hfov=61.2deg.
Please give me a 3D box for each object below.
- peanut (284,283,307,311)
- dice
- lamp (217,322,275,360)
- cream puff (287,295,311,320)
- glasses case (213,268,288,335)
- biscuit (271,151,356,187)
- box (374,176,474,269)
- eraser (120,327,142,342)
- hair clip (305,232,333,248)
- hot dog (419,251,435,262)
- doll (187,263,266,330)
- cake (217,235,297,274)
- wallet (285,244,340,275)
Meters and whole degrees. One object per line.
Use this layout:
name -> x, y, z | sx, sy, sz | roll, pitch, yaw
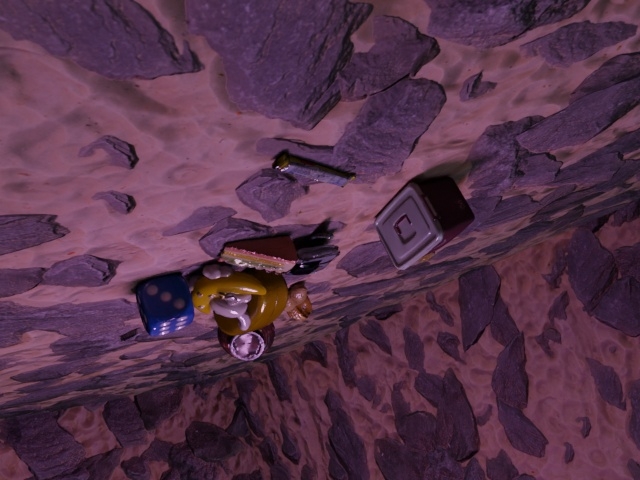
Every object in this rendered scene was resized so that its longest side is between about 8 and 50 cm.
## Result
peanut -> -0.114, 0.235, 2.235 | 0.089, 0.089, 0.193 | -5, 154, -40
dice -> -0.459, 0.190, 1.605 | 0.146, 0.146, 0.143 | -16, 161, -25
lamp -> -0.307, 0.381, 2.248 | 0.247, 0.247, 0.247 | -18, 163, -6
cream puff -> -0.103, 0.290, 2.370 | 0.133, 0.119, 0.104 | 29, 154, -33
glasses case -> -0.236, 0.221, 1.890 | 0.141, 0.173, 0.371 | -11, 161, -39
biscuit -> -0.005, -0.154, 1.234 | 0.048, 0.026, 0.292 | -33, 159, 27
box -> 0.311, -0.057, 1.633 | 0.167, 0.193, 0.294 | -21, 165, -27
eraser -> -0.711, 0.356, 2.034 | 0.099, 0.027, 0.019 | -27, 154, 21
hair clip -> -0.001, -0.002, 1.683 | 0.066, 0.036, 0.229 | -9, 172, -15
hot dog -> 0.380, 0.032, 2.161 | 0.084, 0.073, 0.242 | -33, 156, 26
doll -> -0.292, 0.172, 1.682 | 0.252, 0.111, 0.237 | 23, 128, -22
cake -> -0.184, 0.030, 1.586 | 0.225, 0.090, 0.109 | 11, 153, -25
wallet -> -0.037, 0.070, 1.765 | 0.170, 0.069, 0.231 | -5, 168, -19
